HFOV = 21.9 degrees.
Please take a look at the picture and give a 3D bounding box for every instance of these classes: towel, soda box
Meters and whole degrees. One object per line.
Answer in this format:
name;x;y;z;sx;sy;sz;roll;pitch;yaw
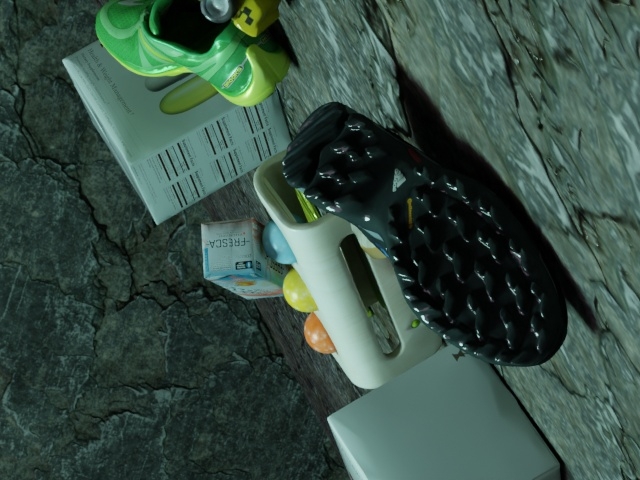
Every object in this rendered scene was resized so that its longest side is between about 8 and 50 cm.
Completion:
towel;0.000;0.000;2.267;0.237;0.021;0.102;62;172;-13
soda box;-0.077;0.022;1.804;0.183;0.058;0.063;36;-131;-74

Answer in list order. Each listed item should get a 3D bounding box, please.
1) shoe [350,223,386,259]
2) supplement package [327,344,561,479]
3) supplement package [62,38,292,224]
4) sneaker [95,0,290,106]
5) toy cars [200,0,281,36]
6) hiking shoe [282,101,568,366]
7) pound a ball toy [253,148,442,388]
shoe;0.055;-0.034;1.542;0.058;0.076;0.219;56;176;-15
supplement package;0.141;0.267;1.755;0.177;0.175;0.293;56;172;31
supplement package;-0.176;-0.171;2.063;0.194;0.203;0.149;55;171;28
sneaker;-0.152;-0.239;1.831;0.295;0.109;0.123;21;156;44
toy cars;-0.160;-0.350;1.656;0.176;0.087;0.394;10;-146;-44
hiking shoe;0.105;-0.007;1.328;0.132;0.113;0.304;19;-158;-51
pound a ball toy;0.010;0.023;1.842;0.208;0.135;0.319;53;169;44
